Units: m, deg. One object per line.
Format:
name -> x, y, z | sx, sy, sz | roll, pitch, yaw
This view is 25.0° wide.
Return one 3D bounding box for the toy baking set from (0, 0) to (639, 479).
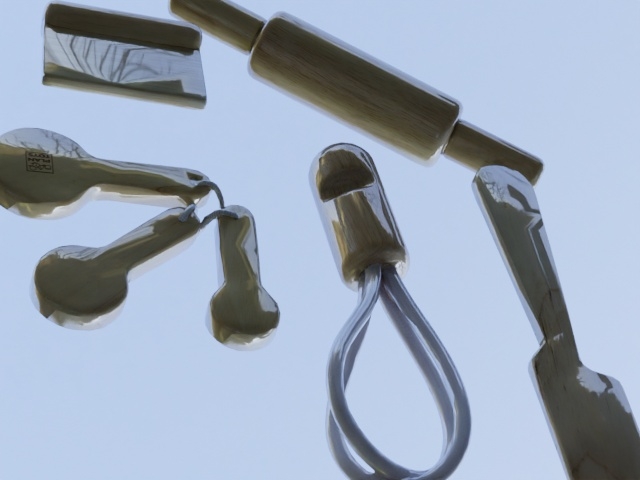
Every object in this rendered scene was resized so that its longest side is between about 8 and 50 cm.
toy baking set -> 0.001, -0.005, 0.507 | 0.256, 0.197, 0.030 | 25, -47, 2
